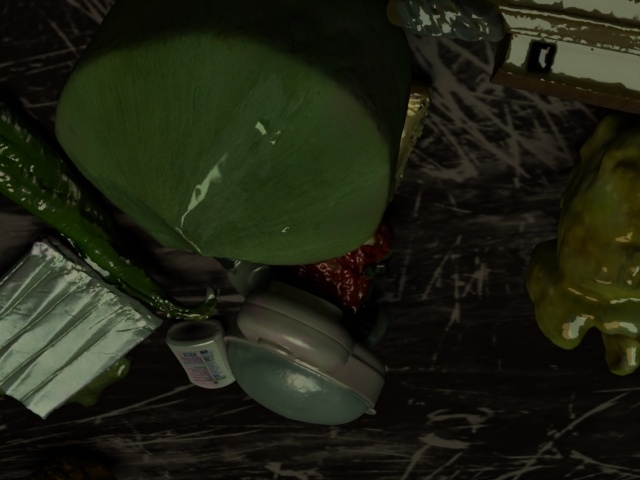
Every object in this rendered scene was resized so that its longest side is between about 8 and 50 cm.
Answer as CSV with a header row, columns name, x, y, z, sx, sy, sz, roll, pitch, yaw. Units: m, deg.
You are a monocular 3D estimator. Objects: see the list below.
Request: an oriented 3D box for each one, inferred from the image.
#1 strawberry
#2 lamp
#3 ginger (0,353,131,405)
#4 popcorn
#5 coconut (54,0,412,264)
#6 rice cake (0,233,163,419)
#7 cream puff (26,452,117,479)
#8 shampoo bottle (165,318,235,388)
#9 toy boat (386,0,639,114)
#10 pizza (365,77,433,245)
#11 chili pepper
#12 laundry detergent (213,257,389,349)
name,x,y,z,sx,sy,sz,roll,pitch,yaw
strawberry,0.004,0.001,1.654,0.148,0.131,0.131,36,133,-26
lamp,-0.024,0.130,1.674,0.180,0.108,0.246,18,161,14
ginger,-0.377,0.132,1.913,0.290,0.089,0.137,19,111,0
popcorn,0.344,0.007,1.507,0.250,0.235,0.241,16,137,-16
coconut,-0.073,-0.112,1.383,0.329,0.328,0.281,16,137,-6
rice cake,-0.316,0.101,1.833,0.189,0.037,0.198,39,109,-15
cream puff,-0.353,0.376,2.106,0.129,0.189,0.189,26,137,-29
shampoo bottle,-0.137,0.139,1.897,0.072,0.043,0.099,-6,137,19
toy boat,0.275,-0.180,1.368,0.446,0.136,0.162,9,121,1
pizza,0.022,-0.079,1.540,0.204,0.080,0.188,-13,98,16
chili pepper,-0.254,-0.021,1.723,0.085,0.076,0.359,-45,124,4
laundry detergent,-0.035,0.050,1.754,0.226,0.070,0.099,34,156,-23
